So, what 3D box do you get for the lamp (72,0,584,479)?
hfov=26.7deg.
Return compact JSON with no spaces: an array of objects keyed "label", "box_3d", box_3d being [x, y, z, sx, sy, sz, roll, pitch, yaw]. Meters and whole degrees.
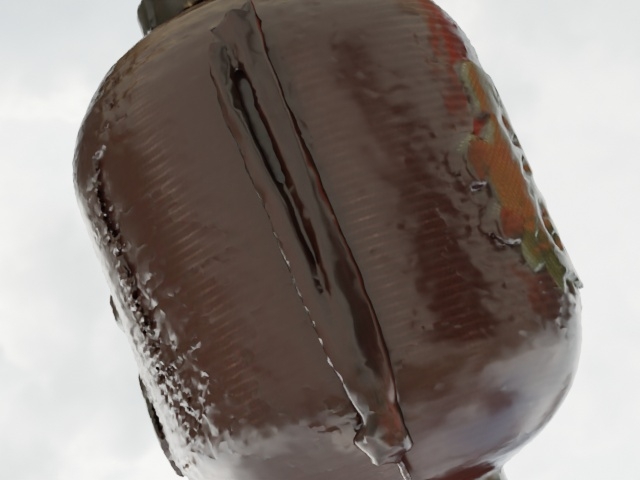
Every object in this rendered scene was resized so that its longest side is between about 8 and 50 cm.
[{"label":"lamp","box_3d":[0.000,0.000,0.522,0.180,0.258,0.180,-21,170,-4]}]
